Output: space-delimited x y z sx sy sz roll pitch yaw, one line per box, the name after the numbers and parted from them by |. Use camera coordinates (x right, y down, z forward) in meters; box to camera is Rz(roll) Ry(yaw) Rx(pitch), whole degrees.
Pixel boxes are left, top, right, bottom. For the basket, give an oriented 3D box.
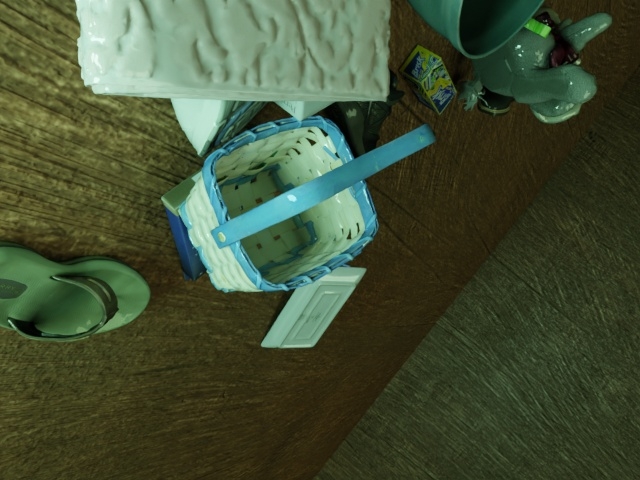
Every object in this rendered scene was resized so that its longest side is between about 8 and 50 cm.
-0.027 -0.051 0.825 0.289 0.201 0.255 -16 -172 46 | basket

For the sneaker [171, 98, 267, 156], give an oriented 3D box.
-0.121 -0.190 0.717 0.111 0.129 0.297 -45 176 -20 | sneaker

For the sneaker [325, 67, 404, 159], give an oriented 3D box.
0.083 -0.201 1.117 0.130 0.087 0.227 -40 151 -10 | sneaker

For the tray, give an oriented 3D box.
-0.014 0.155 1.462 0.145 0.030 0.270 5 133 -33 | tray

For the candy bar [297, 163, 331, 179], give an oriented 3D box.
-0.009 -0.113 1.173 0.161 0.018 0.040 -17 141 -56 | candy bar

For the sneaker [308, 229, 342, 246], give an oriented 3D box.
0.000 0.000 1.316 0.075 0.057 0.161 -51 162 -16 | sneaker

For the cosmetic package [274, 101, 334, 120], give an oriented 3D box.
-0.027 -0.263 0.767 0.085 0.117 0.231 -36 153 -30 | cosmetic package

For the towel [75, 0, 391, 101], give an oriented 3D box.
-0.051 -0.278 0.535 0.317 0.053 0.331 -10 102 -48 | towel

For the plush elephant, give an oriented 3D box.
0.443 -0.373 1.329 0.255 0.271 0.330 -23 177 -26 | plush elephant

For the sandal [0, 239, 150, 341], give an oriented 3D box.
-0.307 0.079 0.802 0.120 0.086 0.303 -53 158 6 | sandal

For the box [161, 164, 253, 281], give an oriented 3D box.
-0.155 -0.026 1.004 0.136 0.036 0.225 -41 157 -24 | box

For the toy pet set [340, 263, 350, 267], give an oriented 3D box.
0.010 0.062 1.466 0.114 0.065 0.122 15 115 -28 | toy pet set

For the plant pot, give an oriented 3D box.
0.187 -0.407 0.844 0.293 0.196 0.293 -42 157 -22 | plant pot

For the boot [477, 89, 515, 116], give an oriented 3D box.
0.428 -0.377 1.550 0.198 0.077 0.137 -48 158 -46 | boot

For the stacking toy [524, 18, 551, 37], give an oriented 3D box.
0.299 -0.431 1.018 0.167 0.221 0.052 -58 -177 20 | stacking toy

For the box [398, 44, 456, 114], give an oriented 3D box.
0.201 -0.292 1.246 0.059 0.054 0.169 -53 158 6 | box
